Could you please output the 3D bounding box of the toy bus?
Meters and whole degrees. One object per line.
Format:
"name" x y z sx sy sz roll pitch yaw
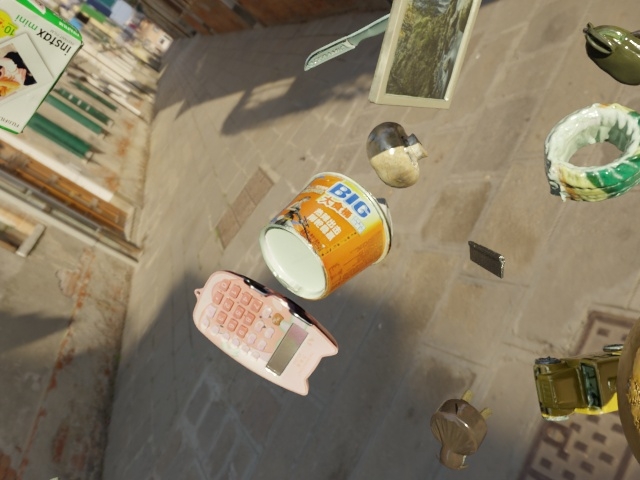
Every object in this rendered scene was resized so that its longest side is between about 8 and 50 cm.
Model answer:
"toy bus" 0.595 0.284 1.079 0.123 0.335 0.121 158 108 -66

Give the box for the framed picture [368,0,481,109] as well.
"framed picture" 0.191 -0.375 0.851 0.020 0.240 0.324 30 116 35

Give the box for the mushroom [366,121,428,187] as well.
"mushroom" 0.180 -0.205 1.246 0.127 0.166 0.166 -26 33 15

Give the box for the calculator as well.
"calculator" -0.131 0.191 1.153 0.220 0.329 0.048 -58 -1 32

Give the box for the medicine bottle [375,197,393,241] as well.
"medicine bottle" 0.063 -0.043 1.589 0.296 0.161 0.111 -9 54 14

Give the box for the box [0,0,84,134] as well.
"box" -0.585 -0.339 0.977 0.250 0.180 0.103 -50 61 10

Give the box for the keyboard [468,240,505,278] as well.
"keyboard" 0.435 0.046 1.391 0.195 0.018 0.060 -120 23 -76

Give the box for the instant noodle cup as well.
"instant noodle cup" 0.000 0.000 1.324 0.214 0.296 0.296 -39 12 -34

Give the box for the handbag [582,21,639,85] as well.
"handbag" 0.400 -0.254 0.705 0.047 0.111 0.072 -54 -6 -20

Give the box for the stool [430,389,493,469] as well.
"stool" 0.340 0.465 1.289 0.125 0.217 0.121 18 34 34

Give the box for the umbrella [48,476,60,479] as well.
"umbrella" -0.376 0.325 0.639 0.062 0.143 0.067 88 173 -47

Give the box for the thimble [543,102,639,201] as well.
"thimble" 0.768 -0.239 1.485 0.288 0.167 0.254 -33 57 11

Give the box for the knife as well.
"knife" 0.057 -0.351 0.927 0.210 0.028 0.015 -18 59 23

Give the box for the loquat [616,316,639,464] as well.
"loquat" 0.448 0.170 0.548 0.263 0.263 0.263 -42 28 28
